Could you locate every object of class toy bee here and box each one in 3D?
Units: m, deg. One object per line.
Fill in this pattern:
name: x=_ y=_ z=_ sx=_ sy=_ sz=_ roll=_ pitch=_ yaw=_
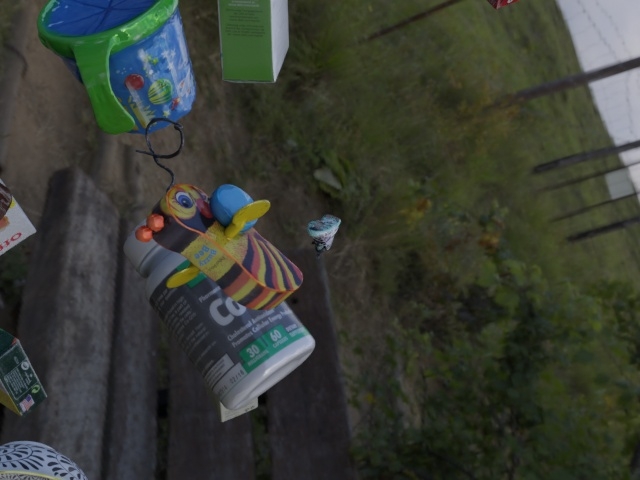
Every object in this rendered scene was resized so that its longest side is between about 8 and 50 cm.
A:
toy bee: x=-0.169 y=-0.007 z=1.073 sx=0.162 sy=0.298 sz=0.195 roll=-44 pitch=161 yaw=-57

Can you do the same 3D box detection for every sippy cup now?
sippy cup: x=-0.320 y=-0.310 z=1.364 sx=0.305 sy=0.240 sz=0.224 roll=-49 pitch=142 yaw=-28

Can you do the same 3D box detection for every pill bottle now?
pill bottle: x=-0.191 y=0.111 z=1.483 sx=0.361 sy=0.204 sz=0.204 roll=51 pitch=6 yaw=12

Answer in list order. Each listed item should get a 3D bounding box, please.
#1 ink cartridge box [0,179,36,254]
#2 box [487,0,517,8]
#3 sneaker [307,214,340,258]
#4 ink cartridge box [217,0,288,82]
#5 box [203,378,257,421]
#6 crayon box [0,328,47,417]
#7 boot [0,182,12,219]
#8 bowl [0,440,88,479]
ink cartridge box: x=-0.748 y=-0.068 z=1.533 sx=0.160 sy=0.279 sz=0.384 roll=50 pitch=-15 yaw=16
box: x=0.202 y=-0.415 z=0.975 sx=0.256 sy=0.128 sz=0.122 roll=58 pitch=-17 yaw=31
sneaker: x=0.000 y=0.000 z=1.329 sx=0.098 sy=0.038 sz=0.069 roll=-24 pitch=135 yaw=-61
ink cartridge box: x=-0.073 y=-0.290 z=0.882 sx=0.109 sy=0.062 sz=0.209 roll=-78 pitch=171 yaw=-55
box: x=-0.196 y=0.264 z=1.722 sx=0.113 sy=0.094 sz=0.275 roll=57 pitch=-23 yaw=33
crayon box: x=-0.792 y=0.260 z=1.874 sx=0.081 sy=0.319 sz=0.202 roll=-45 pitch=144 yaw=-35
boot: x=-0.376 y=-0.030 z=0.864 sx=0.114 sy=0.037 sz=0.106 roll=95 pitch=16 yaw=-69
bowl: x=-0.291 y=0.248 z=0.780 sx=0.080 sy=0.170 sz=0.170 roll=-104 pitch=171 yaw=-53
